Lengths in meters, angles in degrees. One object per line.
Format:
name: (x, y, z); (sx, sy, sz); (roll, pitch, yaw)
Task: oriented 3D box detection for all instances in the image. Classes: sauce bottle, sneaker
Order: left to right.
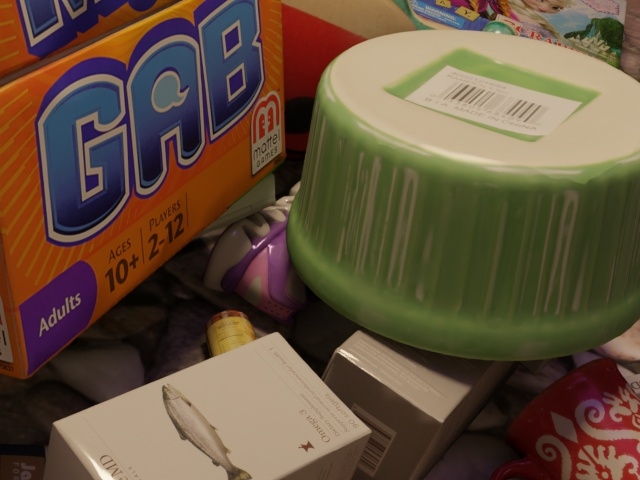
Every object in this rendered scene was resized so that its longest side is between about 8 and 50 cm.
sauce bottle: (-0.062, 0.113, 0.857); (0.042, 0.042, 0.128); (1, 44, -24)
sneaker: (0.000, 0.000, 0.988); (0.105, 0.095, 0.236); (38, 46, 13)

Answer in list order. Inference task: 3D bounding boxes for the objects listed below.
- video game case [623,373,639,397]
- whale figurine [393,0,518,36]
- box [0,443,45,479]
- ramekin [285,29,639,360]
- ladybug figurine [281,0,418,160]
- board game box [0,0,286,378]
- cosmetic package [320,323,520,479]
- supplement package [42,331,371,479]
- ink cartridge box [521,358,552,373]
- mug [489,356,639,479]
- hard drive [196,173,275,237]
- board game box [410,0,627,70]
video game case: (0.334, 0.182, 0.974); (0.143, 0.019, 0.157); (-6, 45, -30)
whale figurine: (0.121, -0.146, 1.118); (0.272, 0.216, 0.141); (46, 46, 0)
box: (-0.252, 0.190, 0.680); (0.225, 0.036, 0.136); (6, 40, -20)
ramekin: (0.128, -0.054, 0.856); (0.304, 0.148, 0.303); (4, 32, -2)
ladybug figurine: (-0.118, -0.192, 1.032); (0.450, 0.305, 0.161); (17, 76, 12)
board game box: (-0.263, -0.177, 0.748); (0.356, 0.356, 0.356); (10, 30, 22)
cosmetic package: (0.094, 0.099, 0.877); (0.107, 0.127, 0.238); (32, 37, 15)
supplement package: (-0.075, 0.152, 0.694); (0.179, 0.105, 0.105); (-20, 52, -40)
ink cartridge box: (0.215, 0.032, 0.998); (0.090, 0.143, 0.092); (38, 41, 21)
mug: (0.228, 0.204, 0.854); (0.169, 0.150, 0.113); (53, 11, 29)
hard drive: (-0.218, -0.025, 0.880); (0.308, 0.040, 0.203); (-25, 36, -37)
board game box: (0.260, -0.307, 1.492); (0.319, 0.065, 0.318); (23, 38, 2)
